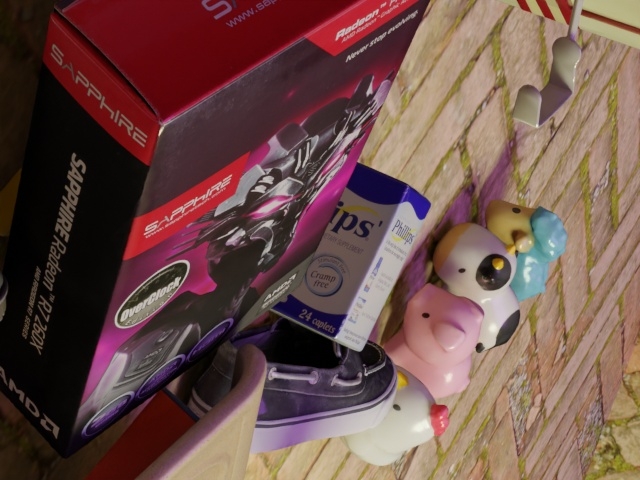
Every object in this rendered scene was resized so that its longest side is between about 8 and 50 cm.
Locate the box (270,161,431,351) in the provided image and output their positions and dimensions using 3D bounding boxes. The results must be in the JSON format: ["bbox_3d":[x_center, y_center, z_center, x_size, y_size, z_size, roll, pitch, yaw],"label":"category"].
[{"bbox_3d":[0.000,0.000,1.346,0.137,0.126,0.072,-65,157,-3],"label":"box"}]

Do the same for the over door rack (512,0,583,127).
[{"bbox_3d":[0.112,-0.277,1.161,0.108,0.239,0.324,-22,133,-52],"label":"over door rack"}]

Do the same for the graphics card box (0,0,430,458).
[{"bbox_3d":[-0.073,-0.040,1.005,0.233,0.094,0.371,-36,164,-34],"label":"graphics card box"}]

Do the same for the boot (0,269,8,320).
[{"bbox_3d":[-0.215,-0.046,0.893,0.189,0.076,0.208,-43,140,-73],"label":"boot"}]

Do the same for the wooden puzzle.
[{"bbox_3d":[-0.175,0.247,1.182,0.348,0.080,0.322,-47,166,-27],"label":"wooden puzzle"}]

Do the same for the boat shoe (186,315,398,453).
[{"bbox_3d":[-0.009,0.108,1.483,0.301,0.108,0.102,-5,120,-58],"label":"boat shoe"}]

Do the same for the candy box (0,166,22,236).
[{"bbox_3d":[-0.113,-0.080,1.035,0.206,0.027,0.105,-47,161,15],"label":"candy box"}]

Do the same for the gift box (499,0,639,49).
[{"bbox_3d":[0.238,-0.325,1.377,0.276,0.255,0.258,-59,156,-5],"label":"gift box"}]

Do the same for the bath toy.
[{"bbox_3d":[0.140,0.096,1.773,0.348,0.129,0.151,-48,119,-38],"label":"bath toy"}]
